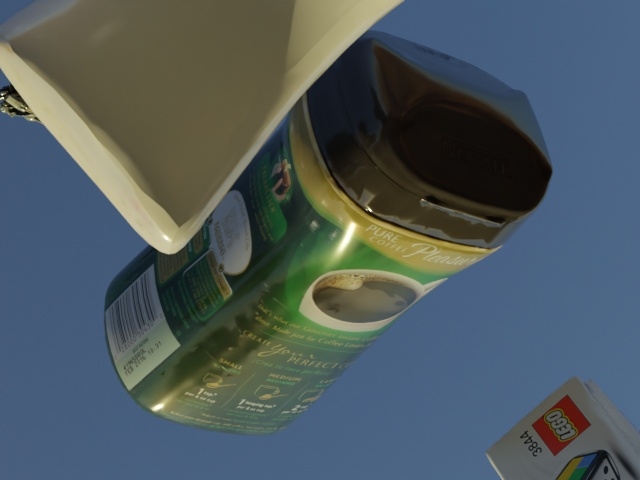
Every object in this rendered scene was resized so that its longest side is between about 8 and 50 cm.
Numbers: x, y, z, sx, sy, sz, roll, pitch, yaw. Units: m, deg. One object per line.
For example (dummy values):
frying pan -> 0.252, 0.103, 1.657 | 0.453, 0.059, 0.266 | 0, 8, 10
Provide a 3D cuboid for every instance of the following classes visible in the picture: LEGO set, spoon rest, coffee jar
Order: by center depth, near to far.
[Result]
spoon rest -> 0.056, -0.071, 0.228 | 0.137, 0.276, 0.084 | 52, -129, -17
coffee jar -> 0.000, 0.000, 0.625 | 0.096, 0.184, 0.079 | 15, -133, -37
LEGO set -> -0.148, -0.063, 0.779 | 0.083, 0.054, 0.023 | -26, -66, -26

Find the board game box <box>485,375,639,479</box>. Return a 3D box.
board game box -> 0.195, 0.194, 0.625 | 0.053, 0.193, 0.305 | -40, -48, 6
